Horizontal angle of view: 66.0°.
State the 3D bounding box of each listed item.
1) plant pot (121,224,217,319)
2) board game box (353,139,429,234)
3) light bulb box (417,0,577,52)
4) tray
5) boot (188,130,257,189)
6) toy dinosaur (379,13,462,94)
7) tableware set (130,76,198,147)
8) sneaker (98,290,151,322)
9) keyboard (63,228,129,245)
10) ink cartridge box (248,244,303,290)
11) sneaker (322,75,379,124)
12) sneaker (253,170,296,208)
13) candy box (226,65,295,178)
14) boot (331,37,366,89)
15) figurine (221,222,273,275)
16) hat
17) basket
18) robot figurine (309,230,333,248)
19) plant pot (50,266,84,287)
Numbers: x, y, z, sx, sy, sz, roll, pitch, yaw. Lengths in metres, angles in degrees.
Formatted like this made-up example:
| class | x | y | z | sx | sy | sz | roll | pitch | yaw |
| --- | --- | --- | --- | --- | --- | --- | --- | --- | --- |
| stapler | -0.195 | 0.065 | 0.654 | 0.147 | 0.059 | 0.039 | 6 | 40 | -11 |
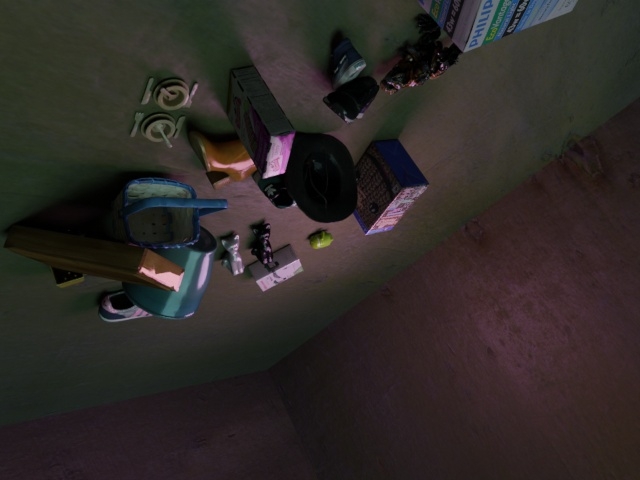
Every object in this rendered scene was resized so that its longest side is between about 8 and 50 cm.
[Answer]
| class | x | y | z | sx | sy | sz | roll | pitch | yaw |
| --- | --- | --- | --- | --- | --- | --- | --- | --- | --- |
| plant pot | -0.478 | 0.078 | 1.638 | 0.272 | 0.271 | 0.255 | 2 | 128 | -52 |
| board game box | 0.238 | -0.204 | 1.905 | 0.141 | 0.232 | 0.291 | -12 | 151 | -35 |
| light bulb box | 0.463 | -0.695 | 1.146 | 0.361 | 0.225 | 0.357 | -25 | 157 | -13 |
| tray | -0.602 | 0.051 | 1.325 | 0.412 | 0.076 | 0.203 | 8 | 164 | 16 |
| boot | -0.243 | -0.264 | 1.400 | 0.211 | 0.104 | 0.295 | -31 | 163 | -10 |
| toy dinosaur | 0.324 | -0.547 | 1.456 | 0.322 | 0.164 | 0.218 | -49 | 176 | -14 |
| tableware set | -0.377 | -0.308 | 1.203 | 0.128 | 0.039 | 0.194 | -8 | 150 | -41 |
| sneaker | -0.676 | 0.229 | 1.887 | 0.319 | 0.112 | 0.131 | -14 | 156 | -35 |
| keyboard | -0.634 | 0.013 | 1.405 | 0.202 | 0.033 | 0.317 | 18 | 163 | -17 |
| ink cartridge box | -0.203 | 0.129 | 2.263 | 0.220 | 0.092 | 0.160 | -28 | 157 | -5 |
| sneaker | 0.096 | -0.415 | 1.393 | 0.124 | 0.107 | 0.283 | -48 | -178 | 24 |
| sneaker | -0.118 | -0.156 | 1.726 | 0.108 | 0.121 | 0.302 | -37 | 157 | 18 |
| candy box | -0.156 | -0.296 | 1.237 | 0.071 | 0.233 | 0.159 | -19 | 154 | -25 |
| boot | 0.061 | -0.479 | 1.342 | 0.069 | 0.086 | 0.190 | -33 | -173 | -16 |
| figurine | -0.294 | 0.026 | 1.968 | 0.215 | 0.092 | 0.209 | -20 | 148 | -19 |
| hat | -0.024 | -0.194 | 1.631 | 0.332 | 0.330 | 0.134 | -5 | 174 | -45 |
| basket | -0.437 | -0.077 | 1.367 | 0.289 | 0.200 | 0.255 | -7 | 176 | 39 |
| robot figurine | 0.000 | 0.000 | 2.266 | 0.115 | 0.067 | 0.101 | -17 | 166 | -27 |
| plant pot | -0.787 | 0.104 | 1.538 | 0.082 | 0.081 | 0.083 | -19 | 165 | -25 |
